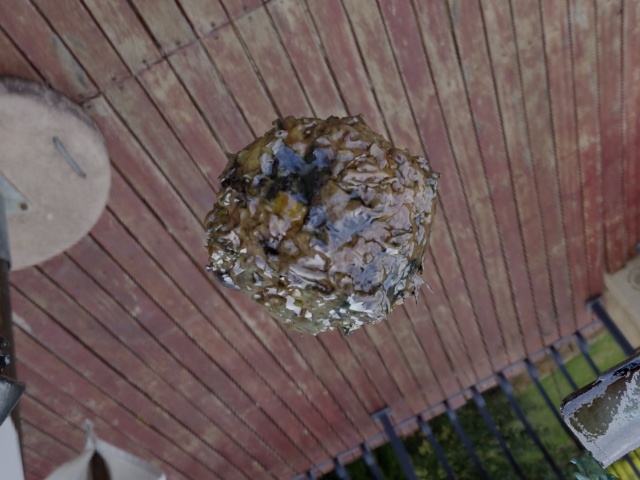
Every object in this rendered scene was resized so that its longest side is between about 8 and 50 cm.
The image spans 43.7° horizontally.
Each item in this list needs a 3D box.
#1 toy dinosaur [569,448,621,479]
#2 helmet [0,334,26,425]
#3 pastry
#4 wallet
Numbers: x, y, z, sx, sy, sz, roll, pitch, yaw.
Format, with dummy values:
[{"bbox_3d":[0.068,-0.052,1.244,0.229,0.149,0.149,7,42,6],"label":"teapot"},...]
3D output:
[{"bbox_3d":[0.386,0.366,0.910,0.120,0.292,0.079,-20,143,-28],"label":"toy dinosaur"},{"bbox_3d":[-0.367,0.093,0.644,0.154,0.198,0.253,-57,139,-11],"label":"helmet"},{"bbox_3d":[0.000,0.000,0.847,0.274,0.193,0.275,1,139,1],"label":"pastry"},{"bbox_3d":[0.495,0.232,1.203,0.255,0.031,0.137,-38,97,21],"label":"wallet"}]
